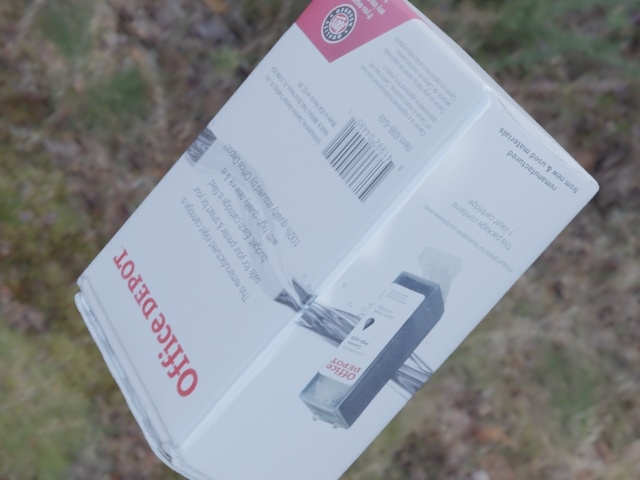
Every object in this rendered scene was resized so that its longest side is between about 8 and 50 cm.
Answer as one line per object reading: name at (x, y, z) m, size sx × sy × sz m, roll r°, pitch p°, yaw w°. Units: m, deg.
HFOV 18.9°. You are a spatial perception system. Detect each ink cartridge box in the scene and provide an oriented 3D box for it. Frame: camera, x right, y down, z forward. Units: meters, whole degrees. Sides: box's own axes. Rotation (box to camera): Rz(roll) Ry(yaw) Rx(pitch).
ink cartridge box at (0.000, 0.000, 0.900) m, size 0.092 × 0.218 × 0.158 m, roll 36°, pitch 11°, yaw -36°
